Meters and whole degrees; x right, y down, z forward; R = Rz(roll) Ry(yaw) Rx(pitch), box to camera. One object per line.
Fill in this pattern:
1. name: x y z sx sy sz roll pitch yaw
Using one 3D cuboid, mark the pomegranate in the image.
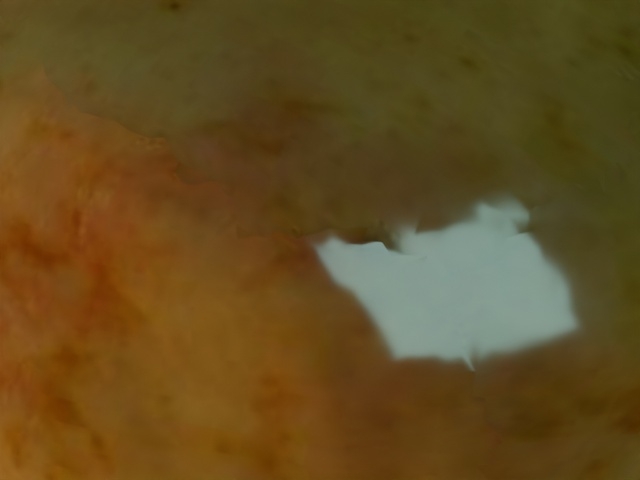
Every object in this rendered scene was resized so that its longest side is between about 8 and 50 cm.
1. pomegranate: 0.000 0.000 0.502 0.411 0.411 0.411 1 88 -27
